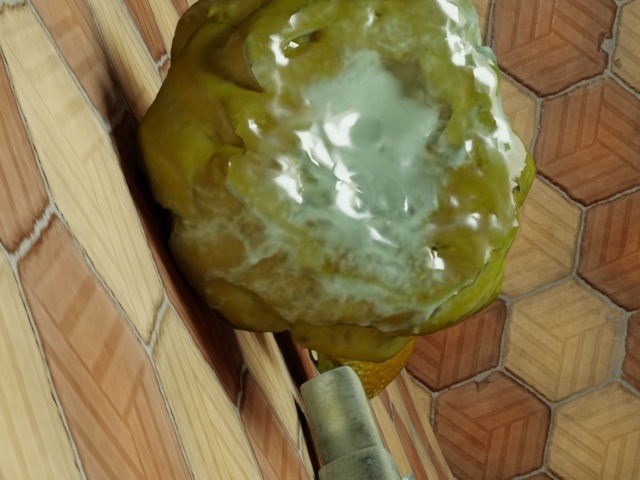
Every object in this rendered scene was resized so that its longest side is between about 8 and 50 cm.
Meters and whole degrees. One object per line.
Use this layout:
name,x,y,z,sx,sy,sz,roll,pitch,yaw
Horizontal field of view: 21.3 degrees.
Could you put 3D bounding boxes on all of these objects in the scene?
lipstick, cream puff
lipstick,0.040,0.233,1.661,0.253,0.077,0.079,-108,173,-47
cream puff,0.006,-0.069,1.488,0.275,0.378,0.378,-22,-89,63

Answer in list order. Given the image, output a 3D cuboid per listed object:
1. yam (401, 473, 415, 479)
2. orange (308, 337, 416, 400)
yam,0.102,0.347,1.930,0.068,0.068,0.169,54,13,-70
orange,0.024,0.056,1.852,0.179,0.158,0.237,-103,169,-88
